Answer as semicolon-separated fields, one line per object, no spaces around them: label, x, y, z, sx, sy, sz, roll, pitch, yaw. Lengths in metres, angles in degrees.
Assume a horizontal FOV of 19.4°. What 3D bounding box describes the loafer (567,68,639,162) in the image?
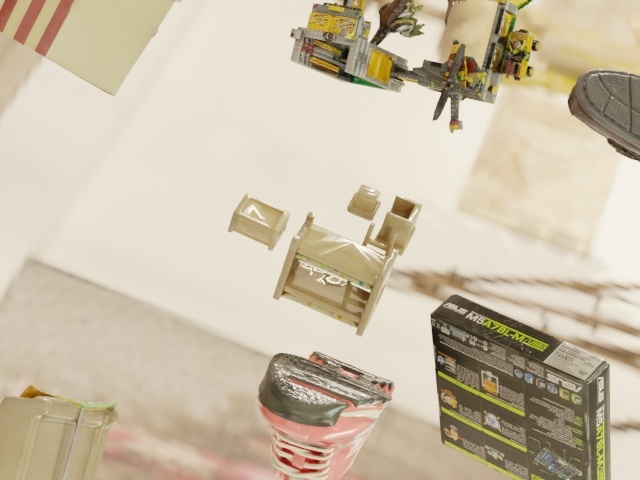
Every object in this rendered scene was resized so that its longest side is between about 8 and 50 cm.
loafer;0.428;-0.119;2.289;0.095;0.303;0.109;130;-29;-51

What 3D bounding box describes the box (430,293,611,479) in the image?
box;0.199;0.163;1.854;0.045;0.191;0.184;-41;137;-33

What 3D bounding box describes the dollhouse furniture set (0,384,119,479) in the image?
dollhouse furniture set;-0.343;0.287;1.901;0.197;0.151;0.301;29;75;-71

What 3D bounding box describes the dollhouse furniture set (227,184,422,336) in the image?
dollhouse furniture set;0.000;0.000;2.122;0.161;0.182;0.101;-58;170;-51

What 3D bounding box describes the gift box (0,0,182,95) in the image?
gift box;-0.217;-0.321;1.678;0.258;0.276;0.255;-45;-158;53

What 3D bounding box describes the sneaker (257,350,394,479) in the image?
sneaker;0.001;0.190;1.811;0.314;0.116;0.136;15;96;-79

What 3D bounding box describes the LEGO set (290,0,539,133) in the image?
LEGO set;0.112;-0.302;2.485;0.192;0.331;0.255;12;100;-64
